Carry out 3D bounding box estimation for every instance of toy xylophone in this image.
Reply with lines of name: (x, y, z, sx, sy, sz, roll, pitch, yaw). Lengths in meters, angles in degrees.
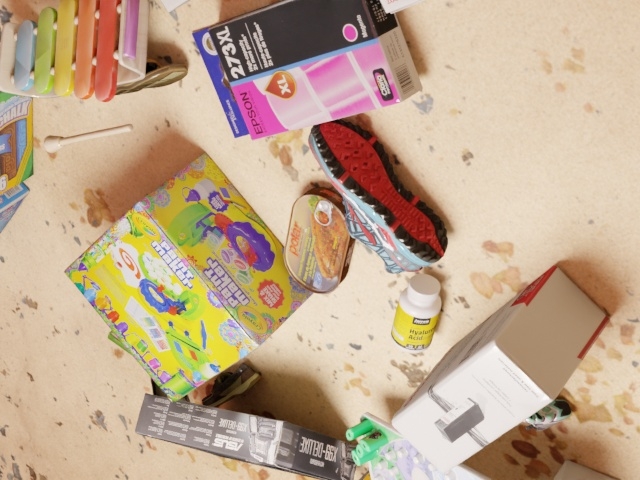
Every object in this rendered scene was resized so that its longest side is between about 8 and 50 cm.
toy xylophone: (-0.371, -0.269, 1.937, 0.322, 0.081, 0.236, -15, 73, 38)

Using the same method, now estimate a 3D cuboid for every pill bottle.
pill bottle: (0.145, 0.108, 1.885, 0.065, 0.065, 0.116, 27, 133, 20)

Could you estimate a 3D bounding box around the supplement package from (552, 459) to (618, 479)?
supplement package: (0.408, 0.465, 1.846, 0.203, 0.194, 0.149, 19, 130, 26)

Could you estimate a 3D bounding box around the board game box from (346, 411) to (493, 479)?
board game box: (0.190, 0.498, 1.929, 0.390, 0.050, 0.390, 21, 127, 54)

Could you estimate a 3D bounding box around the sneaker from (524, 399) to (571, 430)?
sneaker: (0.314, 0.263, 1.857, 0.098, 0.038, 0.069, 5, 148, -20)

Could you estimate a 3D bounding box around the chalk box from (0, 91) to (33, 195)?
chalk box: (-0.615, -0.221, 2.160, 0.180, 0.179, 0.289, 30, 133, 19)

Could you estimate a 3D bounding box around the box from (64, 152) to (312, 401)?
box: (-0.215, 0.066, 2.054, 0.290, 0.177, 0.279, 51, 137, -4)

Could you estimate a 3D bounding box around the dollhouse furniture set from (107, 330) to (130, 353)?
dollhouse furniture set: (-0.335, 0.137, 2.273, 0.058, 0.076, 0.152, 36, 137, 10)

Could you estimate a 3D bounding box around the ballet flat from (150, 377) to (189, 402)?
ballet flat: (-0.291, 0.272, 2.350, 0.084, 0.058, 0.250, 21, 131, 26)

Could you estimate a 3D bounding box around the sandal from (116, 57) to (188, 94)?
sandal: (-0.281, -0.259, 1.959, 0.180, 0.072, 0.049, -5, 95, 45)

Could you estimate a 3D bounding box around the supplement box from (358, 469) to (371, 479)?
supplement box: (0.131, 0.480, 2.155, 0.188, 0.081, 0.104, 43, 136, 5)

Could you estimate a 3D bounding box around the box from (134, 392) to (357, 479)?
box: (-0.123, 0.341, 2.157, 0.307, 0.077, 0.242, 6, 166, 35)

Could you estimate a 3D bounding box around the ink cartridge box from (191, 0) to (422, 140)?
ink cartridge box: (-0.041, -0.247, 1.767, 0.371, 0.069, 0.176, -9, 108, 44)

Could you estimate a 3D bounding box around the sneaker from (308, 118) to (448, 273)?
sneaker: (0.058, -0.052, 1.810, 0.262, 0.104, 0.125, 52, 141, -2)

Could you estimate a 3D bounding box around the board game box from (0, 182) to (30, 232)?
board game box: (-0.717, 0.019, 2.318, 0.086, 0.308, 0.302, 48, 136, 0)

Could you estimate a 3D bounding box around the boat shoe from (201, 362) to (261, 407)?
boat shoe: (-0.165, 0.258, 2.250, 0.152, 0.056, 0.049, -33, 91, 39)

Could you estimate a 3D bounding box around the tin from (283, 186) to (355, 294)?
tin: (0.000, 0.000, 1.942, 0.106, 0.040, 0.190, 26, 133, 15)

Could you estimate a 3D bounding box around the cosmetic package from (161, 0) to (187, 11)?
cosmetic package: (-0.069, -0.446, 1.555, 0.365, 0.197, 0.155, -21, 107, 46)

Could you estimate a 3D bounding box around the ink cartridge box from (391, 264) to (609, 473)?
ink cartridge box: (0.248, 0.184, 1.764, 0.114, 0.197, 0.273, 45, 138, 1)

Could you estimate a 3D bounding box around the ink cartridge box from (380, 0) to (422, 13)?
ink cartridge box: (0.101, -0.360, 1.588, 0.088, 0.052, 0.122, -13, 110, 43)
